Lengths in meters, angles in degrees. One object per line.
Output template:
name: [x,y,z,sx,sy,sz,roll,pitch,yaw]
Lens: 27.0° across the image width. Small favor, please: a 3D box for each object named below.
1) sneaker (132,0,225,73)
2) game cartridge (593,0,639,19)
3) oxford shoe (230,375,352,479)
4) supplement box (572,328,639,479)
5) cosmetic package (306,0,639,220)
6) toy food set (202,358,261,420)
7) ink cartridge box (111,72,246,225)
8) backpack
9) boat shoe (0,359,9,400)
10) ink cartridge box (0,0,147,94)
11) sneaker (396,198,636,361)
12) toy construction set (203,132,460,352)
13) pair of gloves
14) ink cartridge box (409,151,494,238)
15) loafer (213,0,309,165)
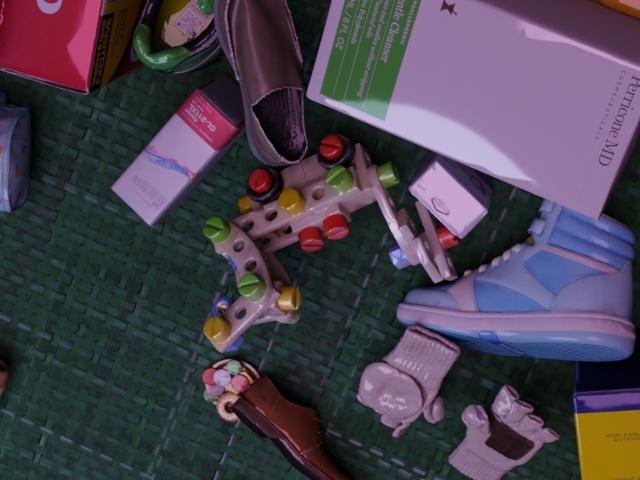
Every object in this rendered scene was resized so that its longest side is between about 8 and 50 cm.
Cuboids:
sneaker: [-0.101,-0.331,1.569,0.134,0.146,0.343,33,110,0]
game cartridge: [0.380,-0.313,1.531,0.324,0.052,0.285,-33,98,17]
oxford shoe: [-0.020,0.266,1.785,0.212,0.076,0.076,47,70,-16]
supplement box: [0.422,0.305,1.636,0.195,0.194,0.356,-5,106,13]
cosmetic package: [0.194,-0.197,1.505,0.366,0.155,0.197,24,121,15]
toy food set: [-0.120,0.199,1.806,0.083,0.020,0.082,-38,96,20]
ink cartridge box: [-0.165,-0.114,1.659,0.072,0.127,0.175,43,110,-3]
backpack: [-0.446,-0.102,1.688,0.144,0.188,0.165,10,108,8]
boat shoe: [-0.572,0.133,1.835,0.324,0.122,0.120,33,106,-9]
ink cartridge box: [-0.277,-0.340,1.535,0.130,0.272,0.309,16,110,7]
sneaker: [0.249,0.033,1.639,0.319,0.127,0.208,3,75,35]
toy construction set: [0.000,0.000,1.631,0.328,0.151,0.215,-16,60,5]
pair of gloves: [0.164,0.220,1.693,0.240,0.042,0.204,34,140,-3]
ink cartridge box: [0.160,-0.063,1.611,0.088,0.122,0.052,43,111,-4]
loafer: [-0.054,-0.198,1.539,0.094,0.087,0.251,-22,116,-15]
